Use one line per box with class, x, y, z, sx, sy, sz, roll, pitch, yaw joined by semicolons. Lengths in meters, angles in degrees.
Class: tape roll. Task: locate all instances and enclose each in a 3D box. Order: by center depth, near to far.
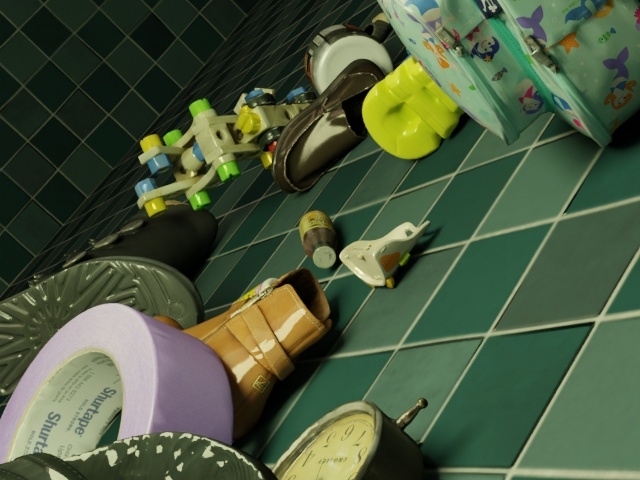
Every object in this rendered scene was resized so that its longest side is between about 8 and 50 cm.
tape roll;-0.200;0.199;1.059;0.274;0.090;0.275;-31;44;36

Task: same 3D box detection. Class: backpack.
backpack;0.171;-0.189;0.961;0.191;0.253;0.225;-48;18;9

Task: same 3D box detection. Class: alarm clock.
alarm clock;0.001;0.190;0.788;0.192;0.064;0.129;-51;16;-27

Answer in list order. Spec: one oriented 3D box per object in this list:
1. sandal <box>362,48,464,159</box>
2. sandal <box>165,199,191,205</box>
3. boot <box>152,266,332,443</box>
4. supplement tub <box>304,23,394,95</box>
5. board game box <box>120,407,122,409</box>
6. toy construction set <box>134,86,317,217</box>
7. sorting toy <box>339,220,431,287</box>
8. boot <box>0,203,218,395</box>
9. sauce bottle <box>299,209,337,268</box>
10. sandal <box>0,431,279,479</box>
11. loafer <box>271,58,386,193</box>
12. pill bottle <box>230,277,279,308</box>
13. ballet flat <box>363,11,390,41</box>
sandal;0.177;-0.219;1.275;0.317;0.126;0.138;-31;17;40
sandal;-0.247;-0.028;2.024;0.079;0.088;0.240;-15;22;-6
boot;-0.098;0.097;1.190;0.220;0.109;0.283;-46;18;8
supplement tub;0.039;-0.258;1.734;0.117;0.117;0.190;-44;15;6
board game box;-0.334;0.209;1.642;0.193;0.053;0.305;-46;15;-3
toy construction set;-0.112;-0.143;1.715;0.215;0.151;0.327;-34;1;35
sorting toy;0.071;0.006;1.125;0.075;0.045;0.083;-43;13;-17
boot;-0.243;0.055;1.605;0.367;0.146;0.445;-11;10;22
sauce bottle;0.000;0.000;1.322;0.042;0.042;0.128;-44;18;7
sandal;-0.233;0.223;0.788;0.445;0.107;0.168;-12;67;22
loafer;0.017;-0.154;1.594;0.220;0.080;0.078;-53;36;-2
pill bottle;-0.071;0.078;1.303;0.083;0.043;0.043;-35;18;35
ballet flat;0.060;-0.326;1.975;0.173;0.049;0.057;-50;17;-16
